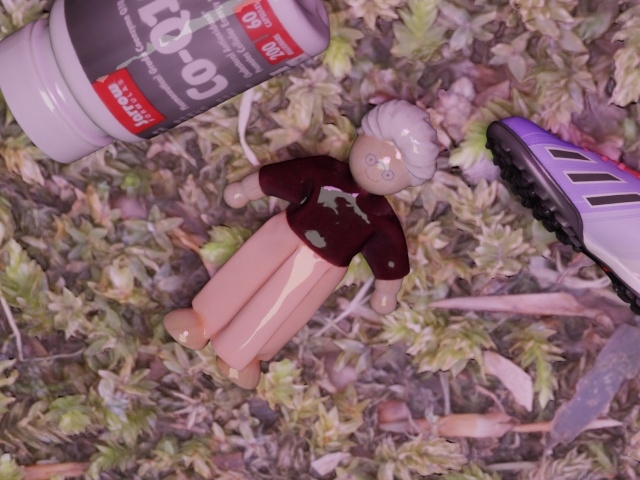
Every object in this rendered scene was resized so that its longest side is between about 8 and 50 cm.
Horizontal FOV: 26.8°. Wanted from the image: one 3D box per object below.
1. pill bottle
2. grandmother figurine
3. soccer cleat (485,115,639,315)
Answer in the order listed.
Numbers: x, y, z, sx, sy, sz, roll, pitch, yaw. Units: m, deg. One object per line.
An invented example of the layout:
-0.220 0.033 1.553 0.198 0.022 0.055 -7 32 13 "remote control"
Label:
-0.148 -0.189 1.254 0.283 0.161 0.161 -25 106 15 "pill bottle"
0.000 0.000 1.344 0.208 0.104 0.342 33 114 -15 "grandmother figurine"
0.295 -0.025 1.306 0.318 0.108 0.116 43 89 -8 "soccer cleat"
